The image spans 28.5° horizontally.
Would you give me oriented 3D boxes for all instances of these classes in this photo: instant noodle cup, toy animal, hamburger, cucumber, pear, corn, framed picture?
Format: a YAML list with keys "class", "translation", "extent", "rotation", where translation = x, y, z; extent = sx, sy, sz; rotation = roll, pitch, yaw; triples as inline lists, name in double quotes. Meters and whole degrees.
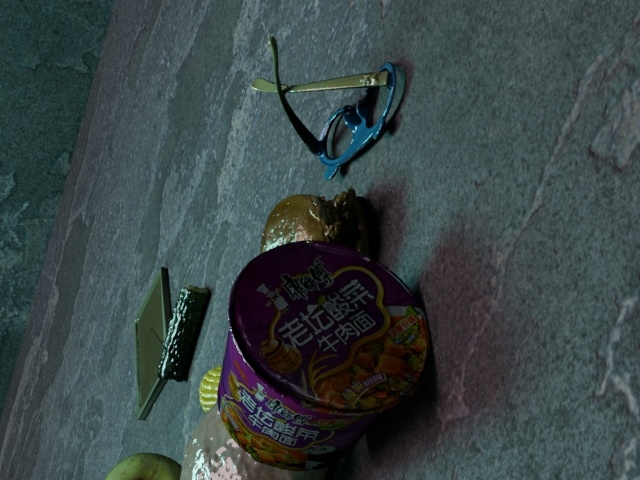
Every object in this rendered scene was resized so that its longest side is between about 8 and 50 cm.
- class: "instant noodle cup"
  translation: [-0.013, 0.155, 1.552]
  extent: [0.190, 0.251, 0.251]
  rotation: [114, 156, -47]
- class: "toy animal"
  translation: [-0.089, 0.316, 1.683]
  extent: [0.226, 0.188, 0.358]
  rotation: [144, 141, -62]
- class: "hamburger"
  translation: [0.000, 0.000, 1.709]
  extent: [0.185, 0.131, 0.159]
  rotation: [-59, 33, 30]
- class: "cucumber"
  translation: [-0.254, 0.171, 2.305]
  extent: [0.058, 0.058, 0.187]
  rotation: [43, 117, 63]
- class: "pear"
  translation: [-0.294, 0.445, 2.146]
  extent: [0.137, 0.167, 0.167]
  rotation: [101, 163, -45]
- class: "corn"
  translation: [-0.144, 0.241, 2.014]
  extent: [0.085, 0.063, 0.165]
  rotation: [-60, 19, -21]
- class: "framed picture"
  translation: [-0.340, 0.203, 2.525]
  extent: [0.260, 0.023, 0.189]
  rotation: [-101, 32, -42]

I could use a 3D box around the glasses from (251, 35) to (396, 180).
- class: "glasses"
  translation: [0.003, -0.214, 1.789]
  extent: [0.102, 0.207, 0.239]
  rotation: [-49, 8, -33]
